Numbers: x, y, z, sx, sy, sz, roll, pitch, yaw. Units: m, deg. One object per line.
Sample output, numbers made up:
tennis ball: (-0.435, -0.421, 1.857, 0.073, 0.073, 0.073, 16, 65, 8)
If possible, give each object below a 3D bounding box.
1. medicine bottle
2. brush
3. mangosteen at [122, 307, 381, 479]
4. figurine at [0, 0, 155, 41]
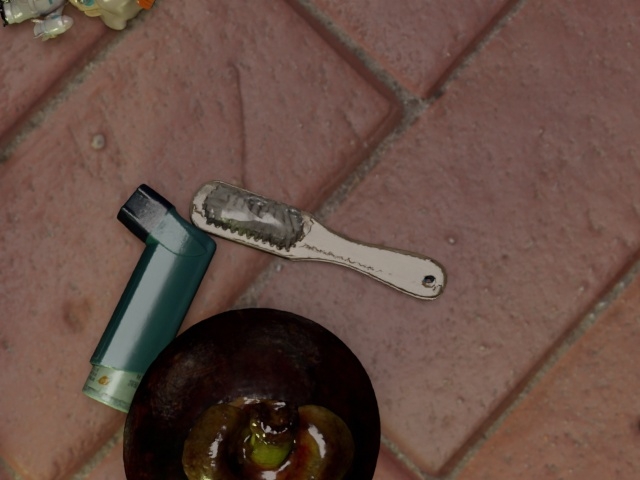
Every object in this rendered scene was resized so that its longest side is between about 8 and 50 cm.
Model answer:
medicine bottle: (-0.215, 0.069, 1.696, 0.124, 0.079, 0.258, 23, 83, -5)
brush: (0.000, 0.000, 1.730, 0.327, 0.065, 0.070, 19, 80, -3)
mangosteen: (-0.065, 0.224, 1.587, 0.297, 0.293, 0.297, -11, 106, -42)
figurine: (-0.279, -0.313, 1.724, 0.229, 0.112, 0.137, -15, 112, 1)
